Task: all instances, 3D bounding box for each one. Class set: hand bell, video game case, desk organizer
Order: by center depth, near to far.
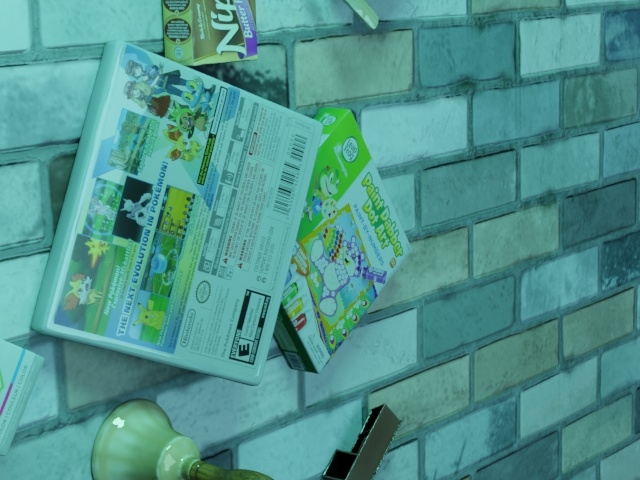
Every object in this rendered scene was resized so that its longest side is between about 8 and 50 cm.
[{"bbox_3d":[-0.128,0.258,1.545,0.126,0.242,0.126,-10,104,-48],"label":"hand bell"},{"bbox_3d":[-0.153,-0.023,1.585,0.300,0.036,0.329,19,82,-37],"label":"video game case"},{"bbox_3d":[0.058,0.288,1.926,0.050,0.047,0.130,51,58,-39],"label":"desk organizer"}]

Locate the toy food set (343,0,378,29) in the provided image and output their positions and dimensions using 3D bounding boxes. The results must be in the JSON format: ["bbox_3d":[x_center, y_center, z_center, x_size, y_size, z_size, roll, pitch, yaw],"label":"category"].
[{"bbox_3d":[0.053,-0.378,1.803,0.128,0.071,0.218,38,63,-20],"label":"toy food set"}]

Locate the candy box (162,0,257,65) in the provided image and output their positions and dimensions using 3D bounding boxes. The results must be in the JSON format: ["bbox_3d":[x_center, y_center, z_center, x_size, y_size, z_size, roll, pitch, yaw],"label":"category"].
[{"bbox_3d":[-0.128,-0.296,1.602,0.109,0.053,0.186,-13,105,-49],"label":"candy box"}]

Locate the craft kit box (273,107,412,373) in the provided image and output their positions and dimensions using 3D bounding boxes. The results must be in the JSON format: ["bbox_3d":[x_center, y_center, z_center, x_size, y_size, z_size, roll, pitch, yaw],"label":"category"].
[{"bbox_3d":[0.000,0.000,1.806,0.246,0.061,0.250,-54,133,-33],"label":"craft kit box"}]

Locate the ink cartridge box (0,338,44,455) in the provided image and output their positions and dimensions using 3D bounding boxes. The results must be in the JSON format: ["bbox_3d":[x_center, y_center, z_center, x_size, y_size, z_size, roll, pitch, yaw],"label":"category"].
[{"bbox_3d":[-0.380,0.129,1.362,0.209,0.062,0.109,33,71,-47],"label":"ink cartridge box"}]
